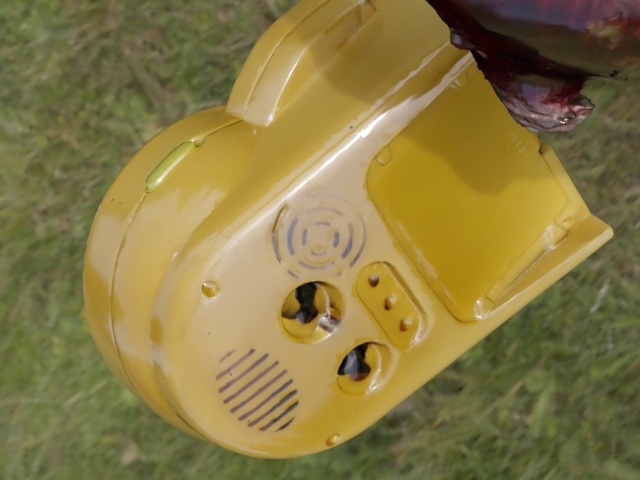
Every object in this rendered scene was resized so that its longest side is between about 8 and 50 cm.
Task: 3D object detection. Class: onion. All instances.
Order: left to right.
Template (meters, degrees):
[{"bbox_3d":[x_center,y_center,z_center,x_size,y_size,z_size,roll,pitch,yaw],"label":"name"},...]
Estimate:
[{"bbox_3d":[0.117,-0.153,0.826,0.272,0.272,0.195,24,107,26],"label":"onion"}]

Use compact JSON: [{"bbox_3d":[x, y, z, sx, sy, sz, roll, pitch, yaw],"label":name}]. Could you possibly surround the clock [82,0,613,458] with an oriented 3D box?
[{"bbox_3d":[0.000,0.000,1.068,0.244,0.317,0.200,54,167,-30],"label":"clock"}]
